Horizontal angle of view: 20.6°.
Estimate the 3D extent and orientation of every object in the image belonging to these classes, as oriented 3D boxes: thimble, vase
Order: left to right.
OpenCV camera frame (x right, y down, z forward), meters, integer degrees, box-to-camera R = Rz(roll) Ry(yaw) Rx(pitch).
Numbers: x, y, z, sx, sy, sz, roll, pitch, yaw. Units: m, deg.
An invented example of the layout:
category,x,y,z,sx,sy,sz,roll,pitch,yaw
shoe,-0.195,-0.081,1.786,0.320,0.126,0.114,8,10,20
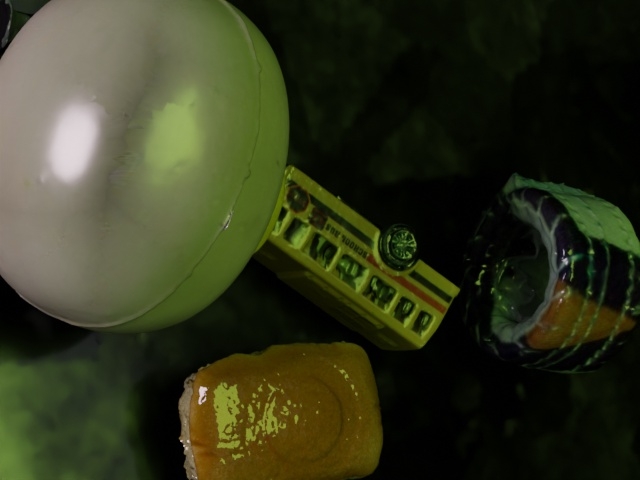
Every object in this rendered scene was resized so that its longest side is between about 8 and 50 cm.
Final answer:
category,x,y,z,sx,sy,sz,roll,pitch,yaw
vase,-0.279,-0.231,1.961,0.167,0.059,0.059,4,80,-30
thimble,0.279,0.041,2.151,0.150,0.237,0.237,11,76,-33

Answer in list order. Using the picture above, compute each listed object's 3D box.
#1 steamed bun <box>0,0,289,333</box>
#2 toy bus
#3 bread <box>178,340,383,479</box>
category,x,y,z,sx,sy,sz,roll,pitch,yaw
steamed bun,-0.198,-0.090,1.830,0.334,0.334,0.374,23,84,-25
toy bus,0.000,0.000,2.054,0.335,0.121,0.123,36,73,-22
bread,-0.049,0.204,1.988,0.245,0.121,0.174,-5,83,-33
